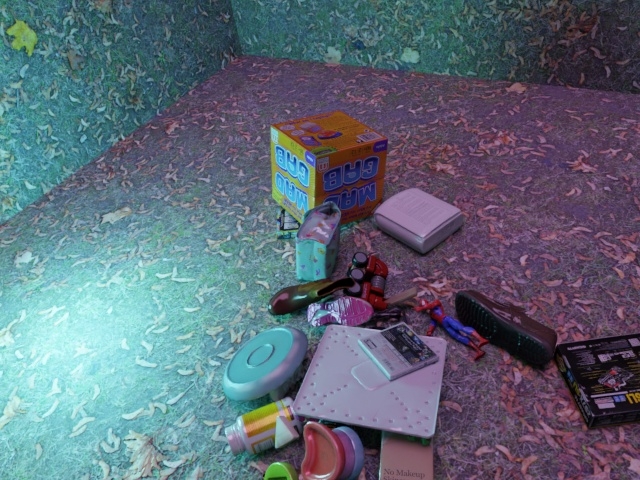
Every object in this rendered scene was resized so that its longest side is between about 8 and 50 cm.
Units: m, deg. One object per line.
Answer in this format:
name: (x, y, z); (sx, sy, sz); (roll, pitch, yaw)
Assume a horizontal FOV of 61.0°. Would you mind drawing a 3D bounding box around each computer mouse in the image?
computer mouse: (0.228, 0.331, 1.835); (0.184, 0.060, 0.262); (-8, 35, -4)

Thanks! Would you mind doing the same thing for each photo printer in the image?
photo printer: (0.392, -0.096, 2.255); (0.256, 0.107, 0.307); (-33, 45, -26)

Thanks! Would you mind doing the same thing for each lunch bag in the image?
lunch bag: (0.000, 0.000, 2.130); (0.160, 0.223, 0.262); (11, 44, 12)

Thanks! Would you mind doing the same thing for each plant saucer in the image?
plant saucer: (-0.188, 0.383, 1.760); (0.317, 0.044, 0.318); (-25, 24, 12)

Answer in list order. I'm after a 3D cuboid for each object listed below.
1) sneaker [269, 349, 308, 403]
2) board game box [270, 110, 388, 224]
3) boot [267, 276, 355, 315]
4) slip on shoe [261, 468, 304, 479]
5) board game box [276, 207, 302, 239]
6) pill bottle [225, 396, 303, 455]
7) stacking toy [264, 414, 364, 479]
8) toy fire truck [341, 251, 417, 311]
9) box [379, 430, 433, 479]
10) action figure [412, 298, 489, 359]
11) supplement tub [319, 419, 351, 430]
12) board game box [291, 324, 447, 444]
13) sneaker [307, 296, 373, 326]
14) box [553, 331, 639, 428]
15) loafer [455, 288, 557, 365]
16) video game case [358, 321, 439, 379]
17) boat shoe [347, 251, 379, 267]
sneaker: (-0.105, 0.429, 1.756); (0.092, 0.087, 0.229); (4, 43, 16)
board game box: (0.027, -0.304, 2.331); (0.356, 0.356, 0.356); (-19, 40, -27)
boot: (-0.038, 0.199, 1.899); (0.264, 0.096, 0.280); (-13, -1, -18)
slip on shoe: (-0.099, 0.660, 1.520); (0.135, 0.041, 0.051); (-4, 40, 6)
board game box: (-0.119, -0.079, 2.382); (0.141, 0.048, 0.170); (-4, 40, 3)
pill bottle: (-0.166, 0.553, 1.600); (0.214, 0.117, 0.117); (-19, 41, -11)
stacking toy: (-0.007, 0.614, 1.421); (0.130, 0.309, 0.279); (10, 0, -41)
toy fire truck: (0.217, 0.163, 1.981); (0.246, 0.158, 0.217); (17, 49, 0)
box: (0.222, 0.650, 1.407); (0.147, 0.121, 0.311); (-1, 41, 10)
action figure: (0.405, 0.290, 1.809); (0.139, 0.092, 0.280); (-17, 39, -27)
supplement tub: (0.028, 0.569, 1.545); (0.116, 0.117, 0.190); (-1, 41, 10)
board game box: (0.159, 0.409, 1.608); (0.389, 0.050, 0.390); (5, 31, 16)
sneaker: (0.081, 0.245, 1.873); (0.252, 0.103, 0.111); (-7, -7, 37)
box: (0.895, 0.403, 1.600); (0.321, 0.079, 0.257); (-9, 42, 1)
loafer: (0.607, 0.272, 1.787); (0.130, 0.134, 0.366); (-25, 45, -35)
video game case: (0.235, 0.333, 1.658); (0.173, 0.022, 0.190); (-17, 31, -20)
boat shoe: (0.171, 0.079, 2.144); (0.137, 0.049, 0.043); (-30, 42, -16)
